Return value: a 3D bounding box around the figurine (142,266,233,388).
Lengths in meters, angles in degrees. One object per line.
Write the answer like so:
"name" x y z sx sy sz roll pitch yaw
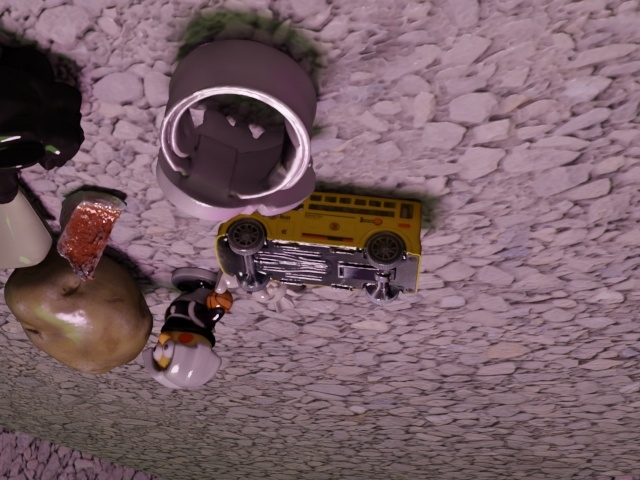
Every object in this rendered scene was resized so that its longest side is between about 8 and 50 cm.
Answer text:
"figurine" -0.258 0.182 1.968 0.176 0.236 0.133 -15 144 44

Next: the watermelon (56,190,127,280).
"watermelon" -0.425 -0.018 1.757 0.097 0.158 0.121 21 180 -21

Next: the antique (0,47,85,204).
"antique" -0.496 -0.168 1.393 0.322 0.185 0.255 14 158 -37

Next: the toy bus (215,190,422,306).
"toy bus" 0.000 0.000 1.596 0.330 0.152 0.144 6 149 5

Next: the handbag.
"handbag" -0.635 -0.062 1.751 0.241 0.109 0.315 -7 147 12

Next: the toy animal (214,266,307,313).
"toy animal" -0.099 0.069 1.874 0.181 0.131 0.127 25 -176 -13

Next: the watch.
"watch" -0.093 -0.155 1.332 0.244 0.196 0.231 17 132 -14

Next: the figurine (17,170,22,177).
"figurine" -0.563 -0.134 1.601 0.178 0.145 0.114 -15 -177 2

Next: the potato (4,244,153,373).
"potato" -0.479 0.139 1.984 0.243 0.221 0.326 -20 132 30
